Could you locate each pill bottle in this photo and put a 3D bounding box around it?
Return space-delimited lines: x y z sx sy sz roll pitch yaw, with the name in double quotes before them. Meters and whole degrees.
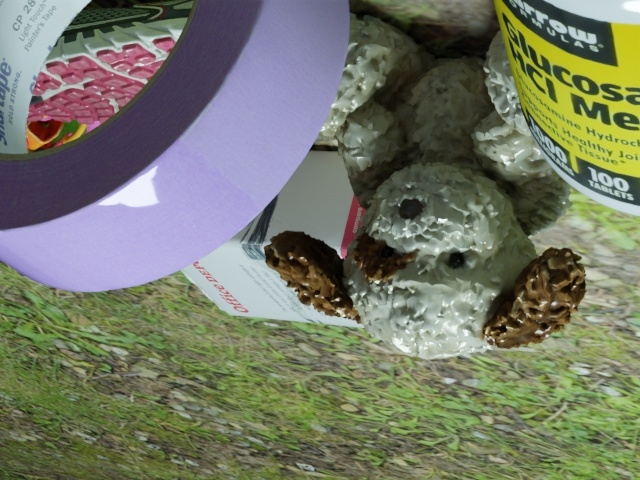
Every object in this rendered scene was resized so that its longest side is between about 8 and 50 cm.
"pill bottle" 0.177 -0.159 0.971 0.188 0.188 0.334 9 158 18

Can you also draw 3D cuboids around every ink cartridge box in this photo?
"ink cartridge box" 0.000 0.000 1.621 0.237 0.100 0.172 4 156 26

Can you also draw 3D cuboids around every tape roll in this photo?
"tape roll" -0.123 -0.112 1.082 0.275 0.275 0.090 1 155 34

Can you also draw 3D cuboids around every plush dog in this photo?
"plush dog" 0.090 -0.023 1.321 0.262 0.225 0.210 5 156 27

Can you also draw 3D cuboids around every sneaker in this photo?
"sneaker" -0.209 -0.151 1.399 0.299 0.112 0.121 -5 162 16

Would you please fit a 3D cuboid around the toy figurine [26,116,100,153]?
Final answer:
"toy figurine" -0.206 -0.115 1.517 0.173 0.130 0.159 47 137 -10
